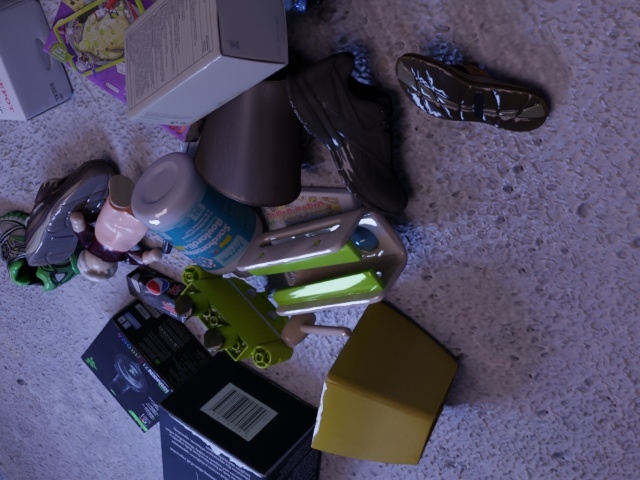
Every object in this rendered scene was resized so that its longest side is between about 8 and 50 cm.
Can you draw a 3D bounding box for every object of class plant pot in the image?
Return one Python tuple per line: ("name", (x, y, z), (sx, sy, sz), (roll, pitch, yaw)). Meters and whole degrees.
("plant pot", (0.121, 0.268, 1.688), (0.187, 0.212, 0.212), (23, 135, 13))

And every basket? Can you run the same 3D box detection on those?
("basket", (-0.107, -0.200, 1.569), (0.204, 0.154, 0.226), (33, 134, 23))

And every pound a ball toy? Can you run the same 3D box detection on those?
("pound a ball toy", (0.013, 0.060, 1.642), (0.319, 0.135, 0.208), (-13, 123, 49))

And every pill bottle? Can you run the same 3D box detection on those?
("pill bottle", (-0.203, -0.033, 1.737), (0.146, 0.146, 0.264), (3, 152, 42))

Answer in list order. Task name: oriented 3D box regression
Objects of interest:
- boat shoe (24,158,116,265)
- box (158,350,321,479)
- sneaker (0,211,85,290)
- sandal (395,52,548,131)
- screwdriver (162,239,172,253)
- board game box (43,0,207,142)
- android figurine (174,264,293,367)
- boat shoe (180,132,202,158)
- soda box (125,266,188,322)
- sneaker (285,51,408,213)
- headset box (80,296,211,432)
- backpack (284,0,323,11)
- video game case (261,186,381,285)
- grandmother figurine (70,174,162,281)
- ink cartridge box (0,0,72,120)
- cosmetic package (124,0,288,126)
("boat shoe", (-0.566, -0.078, 2.099), (0.355, 0.132, 0.130), (-42, 65, 37))
("box", (-0.176, 0.498, 2.131), (0.294, 0.212, 0.395), (28, 135, 24))
("sneaker", (-0.717, 0.029, 2.321), (0.344, 0.146, 0.134), (13, 128, 37))
("sandal", (0.210, -0.212, 1.333), (0.219, 0.060, 0.090), (15, 137, 17))
("screwdriver", (-0.308, -0.032, 1.984), (0.024, 0.025, 0.169), (36, 139, 17))
("board game box", (-0.312, -0.340, 1.655), (0.347, 0.056, 0.208), (34, 105, 19))
("android figurine", (-0.152, 0.139, 1.795), (0.248, 0.273, 0.056), (47, 111, 20))
("boat shoe", (-0.211, -0.179, 1.750), (0.075, 0.083, 0.226), (63, 150, 30))
("soda box", (-0.347, 0.115, 2.113), (0.169, 0.053, 0.060), (23, 134, 29))
("sneaker", (0.068, -0.159, 1.464), (0.130, 0.109, 0.286), (-30, 120, 14))
("headset box", (-0.406, 0.287, 2.243), (0.246, 0.131, 0.283), (50, 142, 1))
("backpack", (-0.055, -0.397, 1.409), (0.114, 0.084, 0.105), (30, 134, 27))
("video game case", (0.000, 0.000, 1.717), (0.227, 0.026, 0.206), (5, 123, 41))
("grandmother figurine", (-0.437, -0.007, 2.060), (0.208, 0.104, 0.342), (35, 142, -11))
("ink cartridge box", (-0.684, -0.374, 1.983), (0.308, 0.129, 0.223), (9, 125, 39))
("cosmetic package", (-0.179, -0.288, 1.423), (0.309, 0.113, 0.160), (-16, 76, 54))
